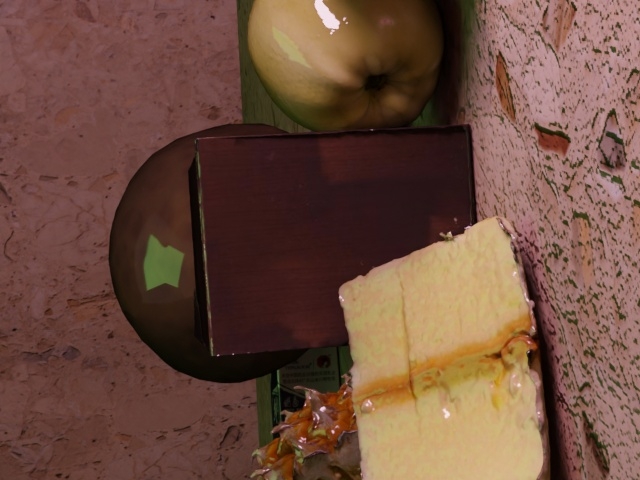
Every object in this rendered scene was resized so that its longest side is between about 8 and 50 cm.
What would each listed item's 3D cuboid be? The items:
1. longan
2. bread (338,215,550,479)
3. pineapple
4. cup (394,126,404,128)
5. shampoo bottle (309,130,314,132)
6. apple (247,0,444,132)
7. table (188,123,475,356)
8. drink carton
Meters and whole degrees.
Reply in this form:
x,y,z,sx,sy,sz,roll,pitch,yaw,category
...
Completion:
x,y,z,sx,sy,sz,roll,pitch,yaw,category
-0.124,0.012,1.997,0.404,0.336,0.404,-51,22,31,longan
0.099,0.102,1.123,0.178,0.135,0.240,102,164,-64,bread
-0.016,0.312,1.781,0.286,0.209,0.344,-113,20,-67,pineapple
0.061,-0.154,1.539,0.100,0.078,0.077,5,95,48,cup
0.028,-0.047,1.800,0.087,0.049,0.233,42,-154,-41,shampoo bottle
0.024,-0.190,1.344,0.200,0.200,0.200,176,90,-82,apple
0.000,0.000,1.381,0.282,0.251,0.196,177,88,-83,table
-0.024,0.228,2.207,0.134,0.102,0.222,143,125,-83,drink carton
